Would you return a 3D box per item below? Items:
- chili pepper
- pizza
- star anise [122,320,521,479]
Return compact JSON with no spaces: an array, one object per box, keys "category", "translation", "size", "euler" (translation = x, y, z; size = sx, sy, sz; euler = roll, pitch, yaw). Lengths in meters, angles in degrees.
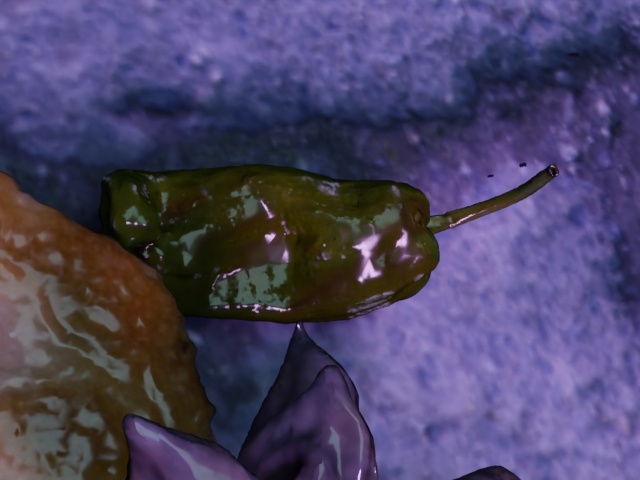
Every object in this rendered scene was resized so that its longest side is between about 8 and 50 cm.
[{"category":"chili pepper","translation":[0.000,0.002,0.640],"size":[0.204,0.073,0.072],"euler":[1,85,-15]},{"category":"pizza","translation":[-0.106,0.117,0.530],"size":[0.182,0.074,0.365],"euler":[-15,75,-30]},{"category":"star anise","translation":[-0.020,0.149,0.448],"size":[0.282,0.129,0.212],"euler":[-29,91,-27]}]
